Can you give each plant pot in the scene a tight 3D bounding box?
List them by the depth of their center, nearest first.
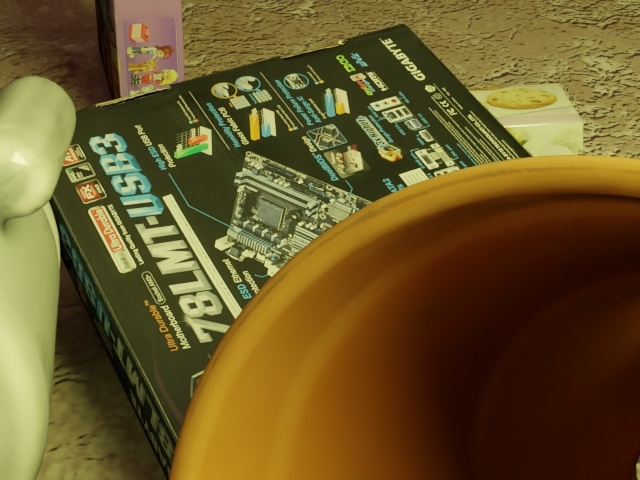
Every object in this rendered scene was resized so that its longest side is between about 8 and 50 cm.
[{"bbox_3d":[0.116,0.112,0.405,0.291,0.290,0.203,19,13,24],"label":"plant pot"}]

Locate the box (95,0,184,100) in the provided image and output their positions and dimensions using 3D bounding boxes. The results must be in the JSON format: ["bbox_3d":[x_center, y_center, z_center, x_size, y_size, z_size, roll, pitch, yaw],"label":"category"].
[{"bbox_3d":[-0.159,-0.254,0.897,0.057,0.293,0.201,-8,35,-14],"label":"box"}]

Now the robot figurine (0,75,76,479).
[{"bbox_3d":[-0.234,0.039,0.536,0.300,0.200,0.353,-40,24,7],"label":"robot figurine"}]

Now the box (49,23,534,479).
[{"bbox_3d":[0.000,0.000,0.672,0.293,0.073,0.295,-20,52,-21],"label":"box"}]

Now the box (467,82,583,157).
[{"bbox_3d":[0.040,-0.072,0.841,0.324,0.063,0.067,-4,36,-7],"label":"box"}]
